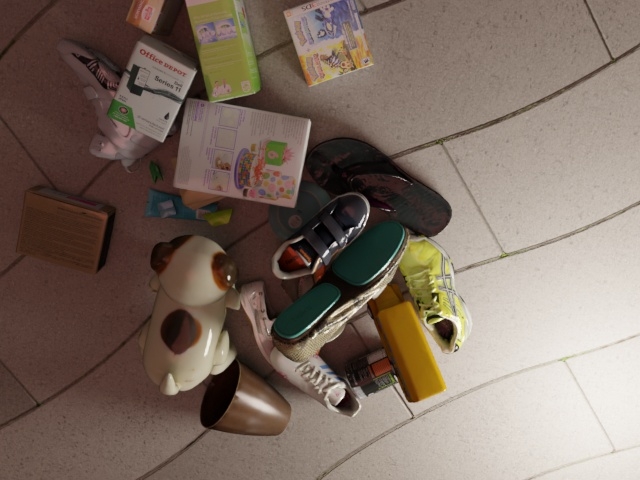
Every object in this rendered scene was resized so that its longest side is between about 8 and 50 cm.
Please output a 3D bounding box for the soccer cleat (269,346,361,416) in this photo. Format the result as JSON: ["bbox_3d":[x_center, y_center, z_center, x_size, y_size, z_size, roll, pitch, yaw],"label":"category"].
[{"bbox_3d":[-0.004,0.412,1.790,0.331,0.143,0.116,40,83,-26],"label":"soccer cleat"}]

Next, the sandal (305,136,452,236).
[{"bbox_3d":[0.172,-0.149,1.669,0.445,0.107,0.167,25,106,-8],"label":"sandal"}]

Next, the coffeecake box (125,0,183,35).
[{"bbox_3d":[-0.399,-0.589,1.494,0.068,0.185,0.142,26,105,-8],"label":"coffeecake box"}]

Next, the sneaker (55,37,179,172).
[{"bbox_3d":[-0.574,-0.348,1.593,0.366,0.137,0.210,39,101,-14],"label":"sneaker"}]

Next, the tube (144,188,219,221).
[{"bbox_3d":[-0.395,-0.092,1.721,0.207,0.052,0.080,9,84,0],"label":"tube"}]

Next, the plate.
[{"bbox_3d":[-0.058,-0.078,1.692,0.188,0.024,0.188,-2,80,10],"label":"plate"}]

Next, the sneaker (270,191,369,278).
[{"bbox_3d":[0.000,0.000,1.604,0.321,0.127,0.126,-41,95,13],"label":"sneaker"}]

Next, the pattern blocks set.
[{"bbox_3d":[-0.308,-0.182,1.678,0.325,0.026,0.285,-6,93,1],"label":"pattern blocks set"}]

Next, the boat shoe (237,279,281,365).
[{"bbox_3d":[-0.153,0.249,1.798,0.096,0.098,0.277,-20,105,7],"label":"boat shoe"}]

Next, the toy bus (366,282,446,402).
[{"bbox_3d":[0.237,0.287,1.722,0.108,0.130,0.333,-20,77,-8],"label":"toy bus"}]

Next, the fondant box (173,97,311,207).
[{"bbox_3d":[-0.207,-0.231,1.613,0.330,0.096,0.238,10,93,1],"label":"fondant box"}]

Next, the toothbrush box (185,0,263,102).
[{"bbox_3d":[-0.239,-0.503,1.510,0.122,0.206,0.283,-12,106,4],"label":"toothbrush box"}]

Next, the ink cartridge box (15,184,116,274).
[{"bbox_3d":[-0.723,-0.030,1.719,0.234,0.088,0.193,17,105,-4],"label":"ink cartridge box"}]

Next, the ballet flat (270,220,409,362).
[{"bbox_3d":[0.068,0.148,1.661,0.483,0.164,0.182,-43,139,-16],"label":"ballet flat"}]

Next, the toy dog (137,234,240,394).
[{"bbox_3d":[-0.368,0.171,1.636,0.284,0.395,0.408,18,114,7],"label":"toy dog"}]

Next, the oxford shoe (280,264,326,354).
[{"bbox_3d":[-0.044,0.154,1.764,0.132,0.130,0.364,-1,98,7],"label":"oxford shoe"}]

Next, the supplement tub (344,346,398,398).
[{"bbox_3d":[0.179,0.393,1.832,0.190,0.117,0.117,-26,105,8],"label":"supplement tub"}]

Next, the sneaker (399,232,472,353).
[{"bbox_3d":[0.327,0.150,1.727,0.145,0.147,0.385,-26,105,27],"label":"sneaker"}]

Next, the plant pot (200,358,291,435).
[{"bbox_3d":[-0.211,0.503,1.839,0.230,0.215,0.215,31,105,-25],"label":"plant pot"}]

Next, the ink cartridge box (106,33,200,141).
[{"bbox_3d":[-0.407,-0.372,1.475,0.153,0.087,0.208,25,115,-16],"label":"ink cartridge box"}]

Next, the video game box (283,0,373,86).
[{"bbox_3d":[0.022,-0.532,1.584,0.187,0.048,0.205,-18,106,8],"label":"video game box"}]
